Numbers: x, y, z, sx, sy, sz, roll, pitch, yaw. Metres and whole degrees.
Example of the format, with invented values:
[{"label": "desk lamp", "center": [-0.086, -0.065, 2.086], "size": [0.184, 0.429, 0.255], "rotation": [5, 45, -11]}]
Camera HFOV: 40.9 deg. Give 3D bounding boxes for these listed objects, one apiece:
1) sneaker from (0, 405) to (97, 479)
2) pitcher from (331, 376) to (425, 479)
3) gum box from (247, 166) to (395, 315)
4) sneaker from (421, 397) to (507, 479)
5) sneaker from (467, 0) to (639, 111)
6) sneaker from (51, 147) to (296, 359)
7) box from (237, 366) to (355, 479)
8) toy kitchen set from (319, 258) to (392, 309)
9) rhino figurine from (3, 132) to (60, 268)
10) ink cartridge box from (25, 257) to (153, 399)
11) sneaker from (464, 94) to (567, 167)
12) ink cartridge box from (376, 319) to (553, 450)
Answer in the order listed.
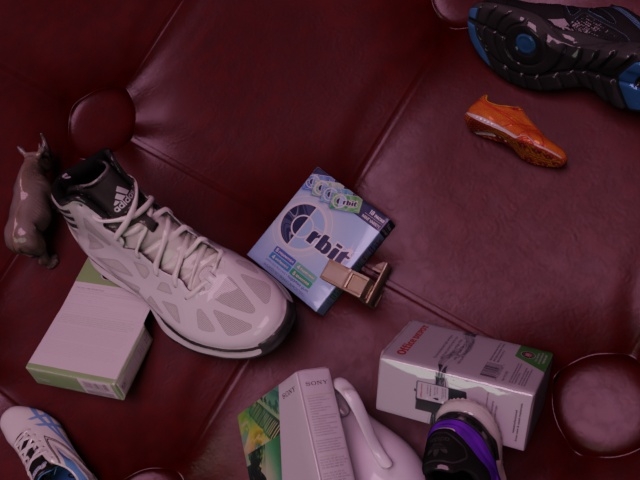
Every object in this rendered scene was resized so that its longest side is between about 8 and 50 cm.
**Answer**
[{"label": "sneaker", "center": [-0.444, 0.348, 1.380], "size": [0.237, 0.086, 0.085], "rotation": [39, 90, 25]}, {"label": "pitcher", "center": [0.067, 0.296, 1.180], "size": [0.125, 0.177, 0.207], "rotation": [-28, 63, -17]}, {"label": "gum box", "center": [0.000, 0.000, 1.366], "size": [0.157, 0.041, 0.184], "rotation": [37, 88, 24]}, {"label": "sneaker", "center": [0.196, 0.357, 1.074], "size": [0.102, 0.146, 0.293], "rotation": [-17, 107, 32]}, {"label": "sneaker", "center": [0.388, -0.300, 1.310], "size": [0.341, 0.125, 0.139], "rotation": [27, 56, 26]}, {"label": "sneaker", "center": [-0.253, 0.017, 1.296], "size": [0.447, 0.257, 0.169], "rotation": [26, 71, 29]}, {"label": "box", "center": [-0.024, 0.361, 1.175], "size": [0.058, 0.232, 0.322], "rotation": [-1, 65, -28]}, {"label": "toy kitchen set", "center": [0.058, 0.052, 1.307], "size": [0.075, 0.083, 0.068], "rotation": [26, 83, 25]}, {"label": "rhino figurine", "center": [-0.503, -0.078, 1.519], "size": [0.073, 0.106, 0.243], "rotation": [-4, 73, 16]}, {"label": "ink cartridge box", "center": [-0.360, 0.140, 1.436], "size": [0.171, 0.056, 0.235], "rotation": [7, 52, 19]}, {"label": "sneaker", "center": [0.304, -0.171, 1.309], "size": [0.175, 0.064, 0.067], "rotation": [36, 77, 21]}, {"label": "ink cartridge box", "center": [0.197, 0.191, 1.174], "size": [0.208, 0.153, 0.086], "rotation": [13, 109, 22]}]
